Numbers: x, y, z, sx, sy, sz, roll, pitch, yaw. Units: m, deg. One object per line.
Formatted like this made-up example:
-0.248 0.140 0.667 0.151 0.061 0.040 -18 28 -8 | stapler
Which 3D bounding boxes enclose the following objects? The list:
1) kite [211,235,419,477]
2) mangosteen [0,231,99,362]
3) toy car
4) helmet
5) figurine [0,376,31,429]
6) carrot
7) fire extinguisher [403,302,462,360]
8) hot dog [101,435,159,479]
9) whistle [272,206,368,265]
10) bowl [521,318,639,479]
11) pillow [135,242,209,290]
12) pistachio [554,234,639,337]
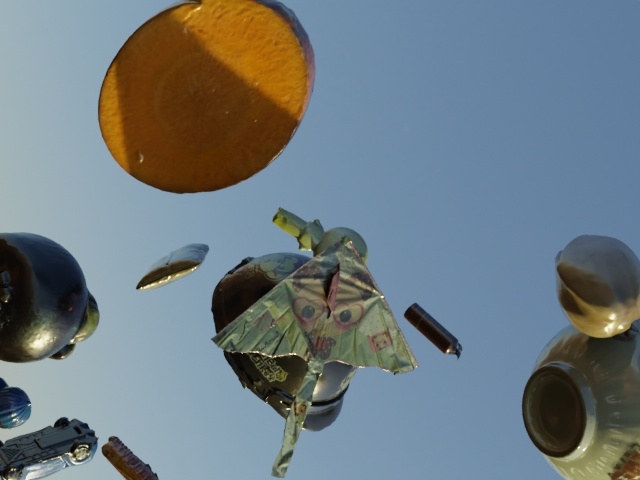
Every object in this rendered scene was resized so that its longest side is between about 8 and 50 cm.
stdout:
-0.002 0.117 1.190 0.012 0.229 0.250 32 -73 65 | kite
-0.470 0.095 1.950 0.243 0.243 0.243 167 -90 -70 | mangosteen
-0.483 0.367 2.060 0.103 0.216 0.063 35 -47 48 | toy car
-0.023 0.131 1.810 0.160 0.230 0.279 -40 -94 30 | helmet
-0.526 0.282 1.927 0.079 0.136 0.077 30 -25 54 | figurine
-0.142 -0.196 1.580 0.307 0.258 0.100 -44 -157 24 | carrot
0.250 0.197 2.575 0.157 0.078 0.045 41 -66 23 | fire extinguisher
-0.324 0.391 2.096 0.144 0.038 0.062 40 5 26 | hot dog
0.000 0.000 2.285 0.198 0.104 0.057 33 -14 -6 | whistle
0.430 0.271 1.952 0.337 0.157 0.337 2 -88 58 | bowl
-0.237 0.041 1.959 0.203 0.113 0.038 -115 -178 -83 | pillow
0.433 0.067 1.888 0.153 0.138 0.238 45 21 -4 | pistachio
